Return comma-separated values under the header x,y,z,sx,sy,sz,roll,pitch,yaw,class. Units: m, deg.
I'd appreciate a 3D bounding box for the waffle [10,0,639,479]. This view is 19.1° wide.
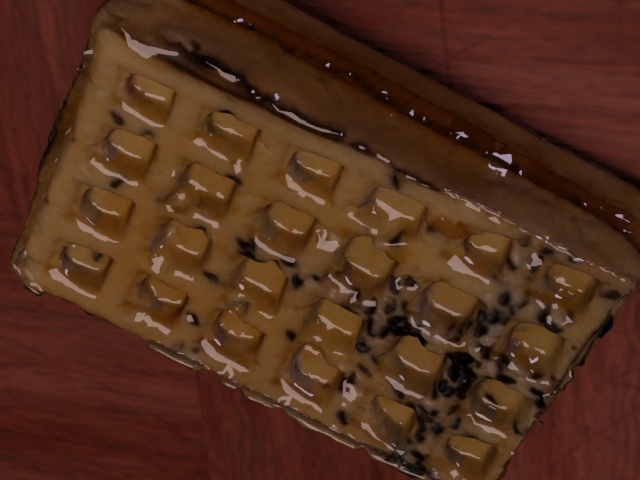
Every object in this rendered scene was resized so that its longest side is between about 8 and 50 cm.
x,y,z,sx,sy,sz,roll,pitch,yaw,class
0.000,0.000,1.247,0.376,0.114,0.261,28,128,-1,waffle
